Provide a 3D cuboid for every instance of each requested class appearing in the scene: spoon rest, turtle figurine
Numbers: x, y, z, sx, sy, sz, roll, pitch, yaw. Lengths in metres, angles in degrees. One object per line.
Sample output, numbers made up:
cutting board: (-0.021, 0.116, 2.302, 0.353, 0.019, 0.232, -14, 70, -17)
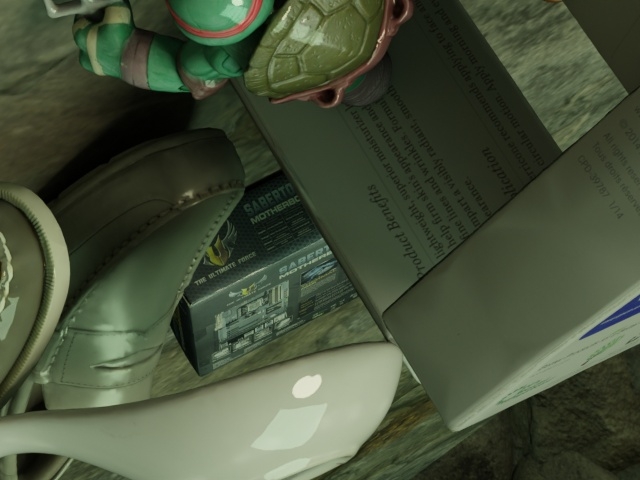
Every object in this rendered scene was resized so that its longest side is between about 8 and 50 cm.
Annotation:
spoon rest: (-0.090, 0.102, 0.682, 0.276, 0.084, 0.137, -24, 167, 1)
turtle figurine: (-0.019, -0.106, 0.569, 0.175, 0.118, 0.234, -38, 167, 21)

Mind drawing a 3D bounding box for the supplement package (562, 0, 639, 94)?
supplement package: (0.121, -0.163, 0.525, 0.105, 0.179, 0.105, -25, 163, -23)

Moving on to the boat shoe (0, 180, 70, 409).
boat shoe: (-0.247, 0.074, 0.693, 0.305, 0.109, 0.091, -34, 170, 23)

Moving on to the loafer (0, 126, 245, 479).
loafer: (-0.128, 0.052, 0.840, 0.112, 0.111, 0.319, -18, 159, -42)

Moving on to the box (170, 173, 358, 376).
box: (0.000, 0.000, 1.025, 0.232, 0.059, 0.183, -28, 164, -11)

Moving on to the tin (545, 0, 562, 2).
tin: (0.138, -0.178, 0.785, 0.106, 0.040, 0.189, -34, 165, 24)

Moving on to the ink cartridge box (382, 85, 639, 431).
ink cartridge box: (0.178, -0.049, 0.527, 0.165, 0.065, 0.332, -15, 160, -46)

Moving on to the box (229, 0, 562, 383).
box: (0.049, -0.038, 0.771, 0.119, 0.181, 0.182, -31, 164, 1)
